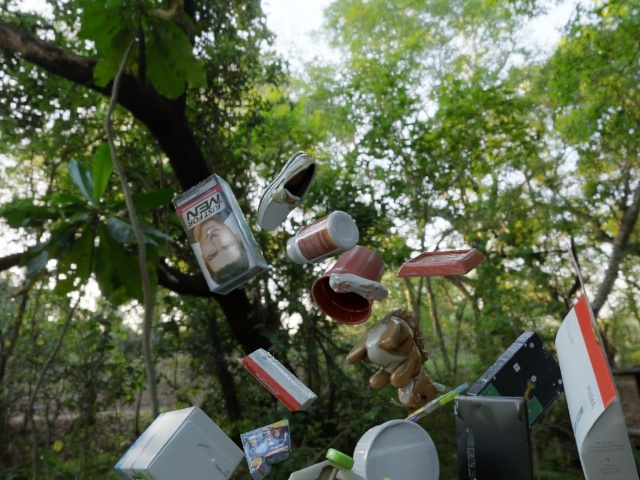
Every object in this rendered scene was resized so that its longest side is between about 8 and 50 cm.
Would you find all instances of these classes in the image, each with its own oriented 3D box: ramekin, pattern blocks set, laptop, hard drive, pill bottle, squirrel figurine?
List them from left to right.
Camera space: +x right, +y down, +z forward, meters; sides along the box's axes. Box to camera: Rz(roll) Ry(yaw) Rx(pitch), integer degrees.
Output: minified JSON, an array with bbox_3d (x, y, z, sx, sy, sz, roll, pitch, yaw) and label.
[{"bbox_3d":[0.000,0.000,1.521,0.121,0.121,0.216,11,-25,-42],"label":"pill bottle"},{"bbox_3d":[0.224,0.697,1.567,0.273,0.272,0.127,3,-17,-25],"label":"ramekin"},{"bbox_3d":[0.366,0.503,2.128,0.281,0.370,0.397,-38,4,36],"label":"squirrel figurine"},{"bbox_3d":[0.395,0.614,1.849,0.325,0.026,0.285,-7,-30,-49],"label":"pattern blocks set"},{"bbox_3d":[0.565,0.709,1.653,0.237,0.381,0.408,13,-21,-35],"label":"laptop"},{"bbox_3d":[0.696,0.515,1.768,0.339,0.236,0.064,-39,6,-21],"label":"hard drive"}]

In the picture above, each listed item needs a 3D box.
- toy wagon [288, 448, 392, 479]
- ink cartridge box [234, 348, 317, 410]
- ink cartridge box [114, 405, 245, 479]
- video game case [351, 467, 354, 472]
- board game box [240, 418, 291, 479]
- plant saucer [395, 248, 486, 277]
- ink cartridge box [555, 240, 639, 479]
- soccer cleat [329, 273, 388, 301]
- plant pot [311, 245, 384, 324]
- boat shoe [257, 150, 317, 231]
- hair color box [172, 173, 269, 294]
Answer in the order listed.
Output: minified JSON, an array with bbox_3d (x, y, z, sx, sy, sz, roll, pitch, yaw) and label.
[{"bbox_3d":[0.073,0.574,0.940,0.345,0.267,0.068,24,-21,10],"label":"toy wagon"},{"bbox_3d":[-0.104,0.345,1.260,0.066,0.189,0.232,-47,-17,-14],"label":"ink cartridge box"},{"bbox_3d":[-0.386,0.602,1.377,0.270,0.198,0.197,-30,14,48],"label":"ink cartridge box"},{"bbox_3d":[0.254,1.076,2.220,0.227,0.206,0.026,-26,-20,10],"label":"video game case"},{"bbox_3d":[-0.195,0.771,1.838,0.194,0.194,0.060,-20,-61,4],"label":"board game box"},{"bbox_3d":[0.427,0.076,1.795,0.259,0.047,0.259,-5,7,33],"label":"plant saucer"},{"bbox_3d":[0.485,0.238,0.939,0.091,0.384,0.308,-16,20,24],"label":"ink cartridge box"},{"bbox_3d":[0.122,0.140,1.582,0.197,0.076,0.068,13,-64,-18],"label":"soccer cleat"},{"bbox_3d":[0.142,0.178,2.193,0.273,0.265,0.272,17,-48,20],"label":"plant pot"},{"bbox_3d":[-0.114,-0.155,1.687,0.113,0.302,0.103,24,11,-31],"label":"boat shoe"},{"bbox_3d":[-0.349,-0.021,1.751,0.186,0.374,0.113,-30,-18,7],"label":"hair color box"}]
